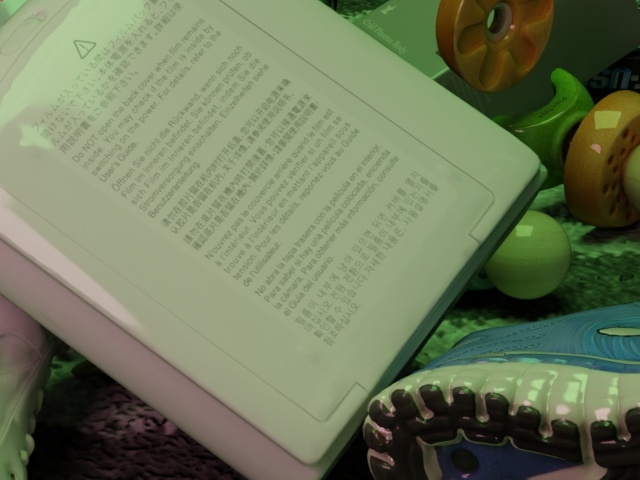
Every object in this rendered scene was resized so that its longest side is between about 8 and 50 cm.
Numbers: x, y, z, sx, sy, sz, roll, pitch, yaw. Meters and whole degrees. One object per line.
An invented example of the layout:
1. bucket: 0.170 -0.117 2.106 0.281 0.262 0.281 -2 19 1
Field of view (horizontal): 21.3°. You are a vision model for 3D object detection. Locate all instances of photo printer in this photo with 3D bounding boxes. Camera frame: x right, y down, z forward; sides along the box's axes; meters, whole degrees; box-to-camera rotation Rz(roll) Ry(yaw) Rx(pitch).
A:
1. photo printer: -0.061 -0.032 0.981 0.307 0.107 0.256 35 68 7

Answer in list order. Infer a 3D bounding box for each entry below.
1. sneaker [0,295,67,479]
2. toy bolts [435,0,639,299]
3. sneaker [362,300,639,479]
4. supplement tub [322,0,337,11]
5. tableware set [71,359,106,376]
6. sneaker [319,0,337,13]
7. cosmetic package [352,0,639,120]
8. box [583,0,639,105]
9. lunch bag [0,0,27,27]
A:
1. sneaker: -0.217 0.110 0.990 0.114 0.152 0.305 -40 -3 31
2. toy bolts: 0.148 -0.064 1.174 0.228 0.218 0.158 -41 42 -22
3. sneaker: 0.194 0.083 0.874 0.330 0.129 0.147 3 28 26
4. supplement tub: -0.087 -0.222 1.586 0.207 0.207 0.338 -7 23 5
5. tableware set: -0.071 0.051 1.155 0.194 0.039 0.128 -23 31 -29
6. sneaker: -0.048 -0.042 1.107 0.107 0.110 0.275 5 57 31
7. cosmetic package: 0.133 -0.160 1.390 0.238 0.107 0.127 -37 42 -9
8. box: 0.281 -0.188 1.550 0.293 0.073 0.295 2 26 26
9. lunch bag: -0.144 -0.080 1.182 0.224 0.279 0.108 -17 51 -28
